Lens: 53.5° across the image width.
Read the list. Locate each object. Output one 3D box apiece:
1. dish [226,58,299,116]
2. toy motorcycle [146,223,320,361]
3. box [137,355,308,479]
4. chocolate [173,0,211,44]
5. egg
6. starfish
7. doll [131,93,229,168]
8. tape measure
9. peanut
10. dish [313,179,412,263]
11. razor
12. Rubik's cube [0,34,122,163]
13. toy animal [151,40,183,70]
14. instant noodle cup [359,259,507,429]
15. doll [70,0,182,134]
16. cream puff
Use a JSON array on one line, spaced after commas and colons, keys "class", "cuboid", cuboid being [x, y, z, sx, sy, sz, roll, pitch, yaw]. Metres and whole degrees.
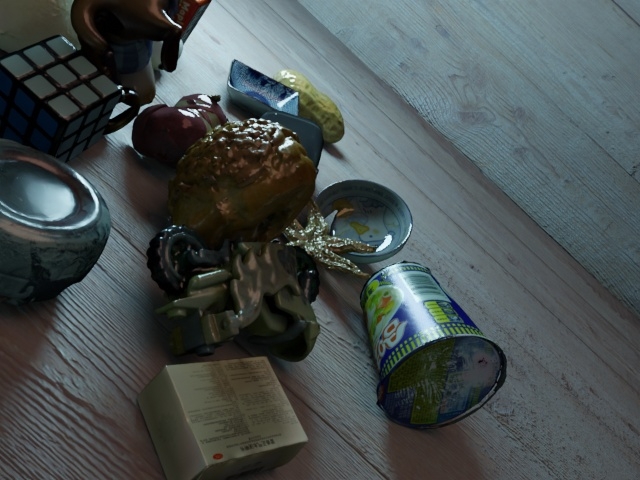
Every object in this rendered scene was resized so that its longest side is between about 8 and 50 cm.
[{"class": "dish", "cuboid": [-0.188, -0.442, 1.974, 0.243, 0.080, 0.181, 23, 37, -20]}, {"class": "toy motorcycle", "cuboid": [-0.131, 0.103, 1.152, 0.410, 0.169, 0.236, 12, 59, -49]}, {"class": "box", "cuboid": [-0.146, 0.276, 0.975, 0.212, 0.095, 0.168, 6, 43, -49]}, {"class": "chocolate", "cuboid": [-0.457, -0.681, 1.807, 0.235, 0.237, 0.108, 35, 38, -18]}, {"class": "egg", "cuboid": [-0.615, -0.537, 1.395, 0.337, 0.201, 0.337, 26, 33, -18]}, {"class": "starfish", "cuboid": [-0.001, 0.004, 1.568, 0.303, 0.060, 0.299, 27, 33, 4]}, {"class": "doll", "cuboid": [-0.315, -0.246, 1.454, 0.256, 0.196, 0.152, -60, 139, -67]}, {"class": "tape measure", "cuboid": [-0.460, -0.032, 0.945, 0.275, 0.147, 0.256, 36, 25, -6]}, {"class": "peanut", "cuboid": [-0.040, -0.450, 2.152, 0.313, 0.149, 0.149, 37, 27, -21]}, {"class": "dish", "cuboid": [0.102, -0.025, 1.727, 0.274, 0.133, 0.273, 4, 50, -5]}, {"class": "razor", "cuboid": [-0.095, -0.255, 1.770, 0.205, 0.113, 0.349, 13, 33, -6]}, {"class": "Rubik's cube", "cuboid": [-0.492, -0.247, 1.158, 0.162, 0.160, 0.163, 41, 42, -5]}, {"class": "toy animal", "cuboid": [-0.454, -0.552, 1.721, 0.179, 0.138, 0.166, 38, 33, -8]}, {"class": "instant noodle cup", "cuboid": [0.219, 0.212, 1.423, 0.284, 0.284, 0.312, 27, 23, -29]}, {"class": "doll", "cuboid": [-0.389, -0.396, 1.301, 0.209, 0.340, 0.317, 44, 59, -12]}, {"class": "cream puff", "cuboid": [-0.176, -0.109, 1.302, 0.343, 0.327, 0.231, -35, 79, -24]}]
